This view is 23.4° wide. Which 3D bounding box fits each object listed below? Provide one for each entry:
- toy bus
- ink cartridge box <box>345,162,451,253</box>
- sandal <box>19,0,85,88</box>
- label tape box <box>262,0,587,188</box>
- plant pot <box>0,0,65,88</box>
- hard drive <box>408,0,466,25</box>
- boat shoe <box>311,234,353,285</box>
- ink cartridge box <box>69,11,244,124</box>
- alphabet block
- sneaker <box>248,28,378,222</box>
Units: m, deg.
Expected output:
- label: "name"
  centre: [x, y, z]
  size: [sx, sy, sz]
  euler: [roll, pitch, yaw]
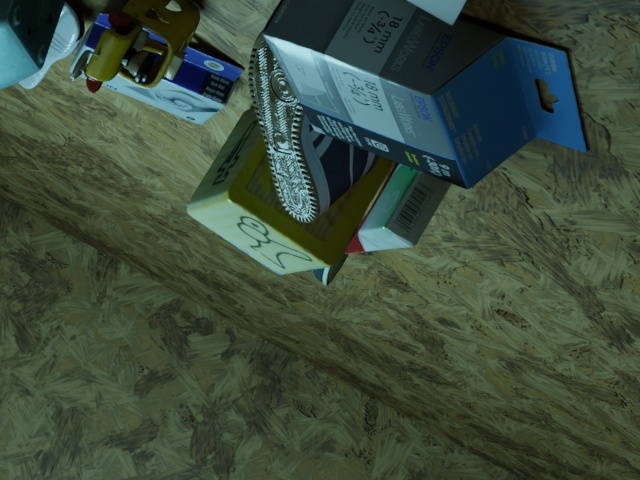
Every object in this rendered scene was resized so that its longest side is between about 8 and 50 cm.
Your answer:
- label: "toy bus"
  centre: [-0.226, -0.250, 1.986]
  size: [0.104, 0.202, 0.191]
  euler: [29, 170, -3]
- label: "ink cartridge box"
  centre: [0.099, -0.072, 1.990]
  size: [0.056, 0.181, 0.225]
  euler: [36, 165, -19]
- label: "sandal"
  centre: [-0.411, -0.316, 2.326]
  size: [0.102, 0.076, 0.265]
  euler: [51, 149, -4]
- label: "label tape box"
  centre: [0.124, -0.169, 1.780]
  size: [0.334, 0.106, 0.240]
  euler: [23, 164, 24]
- label: "plant pot"
  centre: [-0.495, -0.344, 2.116]
  size: [0.252, 0.247, 0.247]
  euler: [9, 160, 14]
- label: "hard drive"
  centre: [0.025, -0.338, 1.540]
  size: [0.308, 0.040, 0.203]
  euler: [29, 165, 1]
- label: "boat shoe"
  centre: [0.000, 0.000, 2.561]
  size: [0.079, 0.095, 0.254]
  euler: [25, 163, 12]
- label: "ink cartridge box"
  centre: [-0.242, -0.244, 2.236]
  size: [0.223, 0.045, 0.224]
  euler: [21, 167, -12]
- label: "alphabet block"
  centre: [-0.047, -0.079, 2.211]
  size: [0.192, 0.193, 0.197]
  euler: [33, 164, -17]
- label: "sneaker"
  centre: [-0.001, -0.178, 2.031]
  size: [0.099, 0.153, 0.282]
  euler: [20, 132, 38]
